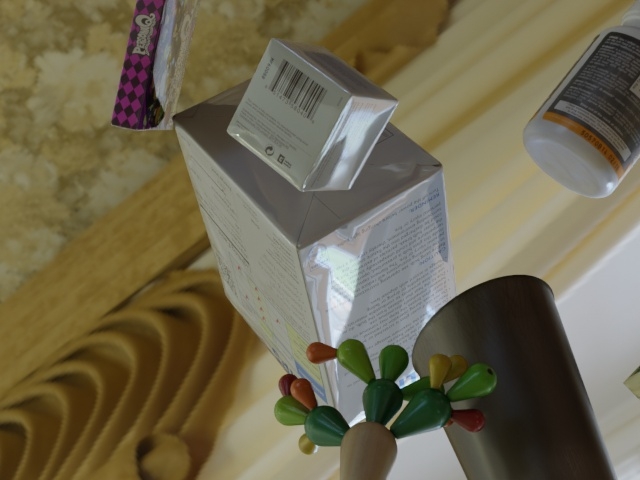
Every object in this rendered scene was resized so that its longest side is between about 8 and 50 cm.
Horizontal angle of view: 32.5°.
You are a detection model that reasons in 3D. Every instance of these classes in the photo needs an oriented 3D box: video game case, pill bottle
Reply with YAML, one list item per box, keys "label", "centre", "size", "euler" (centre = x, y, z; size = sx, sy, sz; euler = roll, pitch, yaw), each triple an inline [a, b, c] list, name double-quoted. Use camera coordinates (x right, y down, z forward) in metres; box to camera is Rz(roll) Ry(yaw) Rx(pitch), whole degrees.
- label: "video game case"
  centre: [-0.208, -0.259, 1.438]
  size: [0.041, 0.232, 0.210]
  euler: [14, -174, 3]
- label: "pill bottle"
  centre: [0.437, -0.212, 1.616]
  size: [0.162, 0.278, 0.162]
  euler: [38, 170, 8]

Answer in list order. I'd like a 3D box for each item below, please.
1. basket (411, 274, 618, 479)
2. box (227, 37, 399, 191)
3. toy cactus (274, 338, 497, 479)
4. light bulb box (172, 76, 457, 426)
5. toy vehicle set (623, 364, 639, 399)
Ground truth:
- label: "basket"
  centre: [0.199, 0.185, 1.096]
  size: [0.204, 0.154, 0.227]
  euler: [104, 154, -51]
- label: "box"
  centre: [-0.007, -0.111, 0.983]
  size: [0.101, 0.102, 0.087]
  euler: [39, -157, 25]
- label: "toy cactus"
  centre: [0.049, 0.167, 0.989]
  size: [0.180, 0.218, 0.112]
  euler: [-69, -28, -53]
- label: "light bulb box"
  centre: [0.000, 0.000, 1.528]
  size: [0.358, 0.225, 0.361]
  euler: [46, 157, 43]
- label: "toy vehicle set"
  centre: [0.536, 0.102, 1.486]
  size: [0.035, 0.267, 0.166]
  euler: [47, 155, 9]
